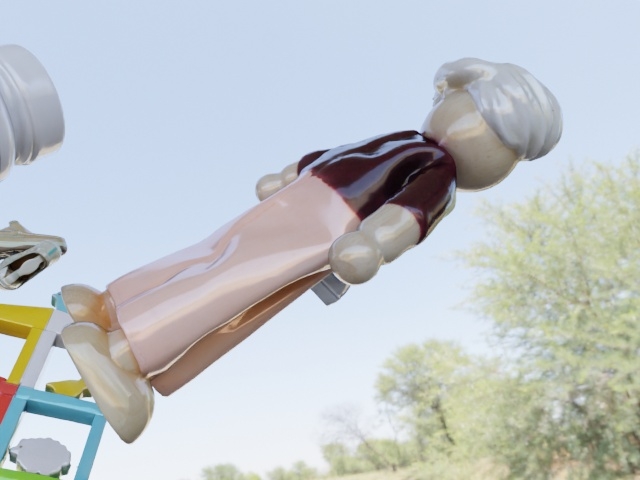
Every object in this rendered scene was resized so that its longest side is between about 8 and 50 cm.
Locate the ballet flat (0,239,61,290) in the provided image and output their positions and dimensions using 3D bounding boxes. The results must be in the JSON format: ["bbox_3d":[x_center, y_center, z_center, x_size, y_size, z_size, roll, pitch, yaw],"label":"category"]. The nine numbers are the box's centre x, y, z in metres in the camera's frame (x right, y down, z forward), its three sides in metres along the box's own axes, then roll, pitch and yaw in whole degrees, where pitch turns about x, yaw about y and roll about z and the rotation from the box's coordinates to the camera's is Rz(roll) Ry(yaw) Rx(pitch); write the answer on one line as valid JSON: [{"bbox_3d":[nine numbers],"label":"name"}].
[{"bbox_3d":[-0.521,0.049,1.136,0.168,0.057,0.052,-31,18,23],"label":"ballet flat"}]

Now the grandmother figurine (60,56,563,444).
[{"bbox_3d":[0.008,-0.016,0.430,0.342,0.208,0.104,-30,-56,-10],"label":"grandmother figurine"}]

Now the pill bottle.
[{"bbox_3d":[-0.430,-0.112,0.682,0.283,0.161,0.161,-34,0,-44],"label":"pill bottle"}]

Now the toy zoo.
[{"bbox_3d":[-0.317,0.167,0.680,0.192,0.293,0.030,16,-49,-12],"label":"toy zoo"}]

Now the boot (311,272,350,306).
[{"bbox_3d":[0.000,0.000,0.970,0.123,0.095,0.258,-42,-32,-1],"label":"boot"}]

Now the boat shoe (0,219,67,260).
[{"bbox_3d":[-0.551,-0.004,1.181,0.189,0.072,0.068,-1,-24,-2],"label":"boat shoe"}]
